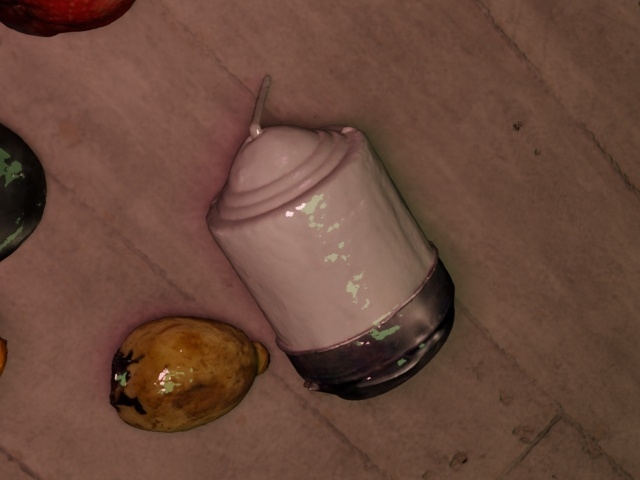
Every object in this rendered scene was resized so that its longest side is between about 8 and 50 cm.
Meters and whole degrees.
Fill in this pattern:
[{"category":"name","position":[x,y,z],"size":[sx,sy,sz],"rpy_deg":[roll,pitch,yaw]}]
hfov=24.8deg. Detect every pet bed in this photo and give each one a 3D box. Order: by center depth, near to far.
[{"category":"pet bed","position":[-0.401,-0.051,1.586],"size":[0.201,0.053,0.201],"rpy_deg":[-6,107,-21]}]

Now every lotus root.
[{"category":"lotus root","position":[-0.150,0.152,1.708],"size":[0.214,0.138,0.138],"rpy_deg":[-12,109,-29]}]

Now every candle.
[{"category":"candle","position":[0.000,0.000,1.665],"size":[0.221,0.221,0.342],"rpy_deg":[-37,113,-8]}]

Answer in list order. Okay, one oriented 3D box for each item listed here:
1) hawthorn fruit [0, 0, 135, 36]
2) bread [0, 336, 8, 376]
[{"category":"hawthorn fruit","position":[-0.242,-0.330,1.472],"size":[0.210,0.230,0.266],"rpy_deg":[44,80,5]},{"category":"bread","position":[-0.467,0.099,1.480],"size":[0.312,0.312,0.172],"rpy_deg":[41,74,-26]}]
